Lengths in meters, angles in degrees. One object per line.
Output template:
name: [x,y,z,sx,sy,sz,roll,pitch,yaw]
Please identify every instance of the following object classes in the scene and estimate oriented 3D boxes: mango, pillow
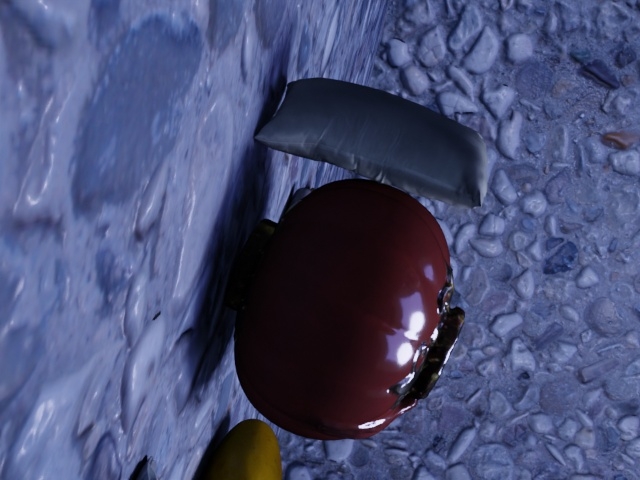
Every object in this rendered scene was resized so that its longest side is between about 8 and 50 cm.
mango: [-0.112,0.345,0.972,0.253,0.113,0.138,-89,-172,-76]
pillow: [0.061,-0.110,0.739,0.144,0.254,0.078,-65,172,-47]

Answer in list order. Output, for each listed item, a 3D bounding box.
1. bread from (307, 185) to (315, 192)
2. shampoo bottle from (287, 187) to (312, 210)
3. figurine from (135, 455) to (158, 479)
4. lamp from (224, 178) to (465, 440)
bread: [0.000,0.000,1.312,0.199,0.104,0.199,14,90,-88]
shampoo bottle: [-0.046,-0.010,1.080,0.165,0.040,0.080,-73,177,-46]
figurine: [-0.123,0.241,0.589,0.094,0.086,0.082,98,6,-60]
lamp: [0.026,0.078,0.778,0.303,0.257,0.303,25,90,-83]
